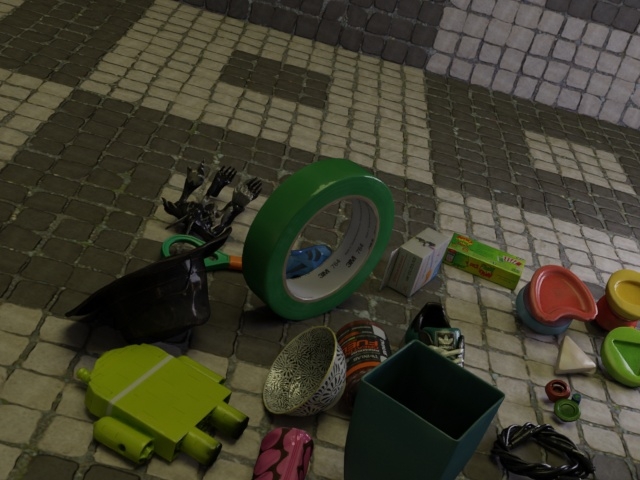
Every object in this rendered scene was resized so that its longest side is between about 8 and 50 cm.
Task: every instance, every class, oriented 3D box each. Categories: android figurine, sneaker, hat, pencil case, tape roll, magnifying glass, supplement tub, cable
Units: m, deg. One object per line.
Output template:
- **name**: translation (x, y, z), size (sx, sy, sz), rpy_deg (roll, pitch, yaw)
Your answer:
- **android figurine**: translation (-0.257, 0.254, 1.506), size (0.272, 0.056, 0.248), rpy_deg (25, 29, 15)
- **sneaker**: translation (-0.039, 0.059, 1.984), size (0.209, 0.069, 0.082), rpy_deg (-10, 72, -56)
- **sneaker**: translation (0.213, 0.227, 1.739), size (0.108, 0.121, 0.302), rpy_deg (9, 29, -14)
- **hat**: translation (-0.265, 0.103, 1.650), size (0.331, 0.331, 0.134), rpy_deg (-26, 87, -52)
- **pencil case**: translation (-0.061, 0.356, 1.384), size (0.095, 0.098, 0.209), rpy_deg (16, 27, -1)
- **tape roll**: translation (0.000, 0.000, 1.821), size (0.321, 0.321, 0.077), rpy_deg (-12, 39, -42)
- **magnifying glass**: translation (-0.211, 0.038, 1.939), size (0.231, 0.026, 0.092), rpy_deg (12, 43, -19)
- **supplement tub**: translation (0.082, 0.234, 1.672), size (0.106, 0.106, 0.198), rpy_deg (10, 28, -13)
- **cable**: translation (0.382, 0.367, 1.658), size (0.184, 0.047, 0.150), rpy_deg (10, 29, -11)

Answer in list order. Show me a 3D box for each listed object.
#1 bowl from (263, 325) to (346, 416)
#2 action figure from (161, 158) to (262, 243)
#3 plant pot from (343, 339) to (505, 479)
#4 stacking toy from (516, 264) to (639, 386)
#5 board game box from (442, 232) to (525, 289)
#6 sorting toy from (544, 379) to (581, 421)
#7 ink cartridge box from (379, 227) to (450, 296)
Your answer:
- **bowl**: translation (-0.010, 0.237, 1.604), size (0.080, 0.170, 0.170), rpy_deg (41, 18, -26)
- **action figure**: translation (-0.234, -0.093, 2.059), size (0.164, 0.141, 0.276), rpy_deg (33, 28, 5)
- **plant pot**: translation (0.134, 0.308, 1.430), size (0.165, 0.234, 0.165), rpy_deg (31, 31, 24)
- **stacking toy**: translation (0.576, 0.201, 2.054), size (0.308, 0.130, 0.280), rpy_deg (7, 55, -11)
- **board game box**: translation (0.384, 0.048, 2.236), size (0.181, 0.043, 0.092), rpy_deg (22, 28, 9)
- **sorting toy**: translation (0.465, 0.313, 1.816), size (0.061, 0.042, 0.102), rpy_deg (-4, 43, -6)
- **ink cartridge box**: translation (0.205, 0.052, 2.067), size (0.061, 0.104, 0.181), rpy_deg (28, 31, 22)
